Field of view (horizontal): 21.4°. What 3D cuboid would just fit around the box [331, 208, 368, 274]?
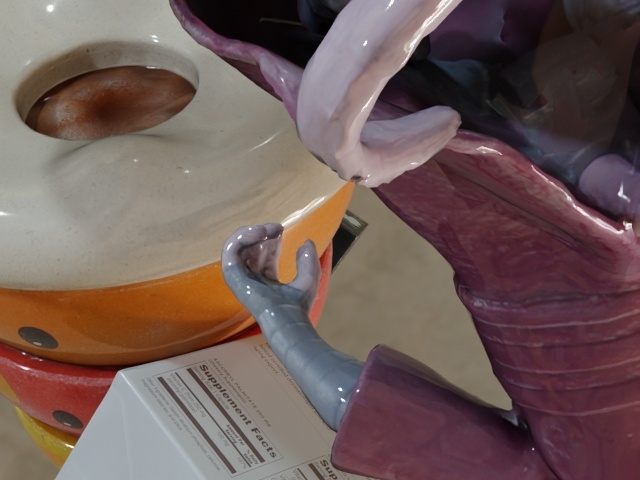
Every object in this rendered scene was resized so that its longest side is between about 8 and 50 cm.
[{"bbox_3d":[0.000,0.000,1.452,0.052,0.083,0.062,36,102,3],"label":"box"}]

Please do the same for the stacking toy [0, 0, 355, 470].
[{"bbox_3d":[-0.114,0.068,1.188,0.351,0.479,0.350,-4,38,3],"label":"stacking toy"}]

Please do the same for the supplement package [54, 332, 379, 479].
[{"bbox_3d":[-0.033,0.221,0.988,0.145,0.204,0.262,-12,54,-48],"label":"supplement package"}]

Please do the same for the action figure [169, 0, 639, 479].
[{"bbox_3d":[0.108,-0.002,0.553,0.248,0.276,0.370,-28,119,-7],"label":"action figure"}]
